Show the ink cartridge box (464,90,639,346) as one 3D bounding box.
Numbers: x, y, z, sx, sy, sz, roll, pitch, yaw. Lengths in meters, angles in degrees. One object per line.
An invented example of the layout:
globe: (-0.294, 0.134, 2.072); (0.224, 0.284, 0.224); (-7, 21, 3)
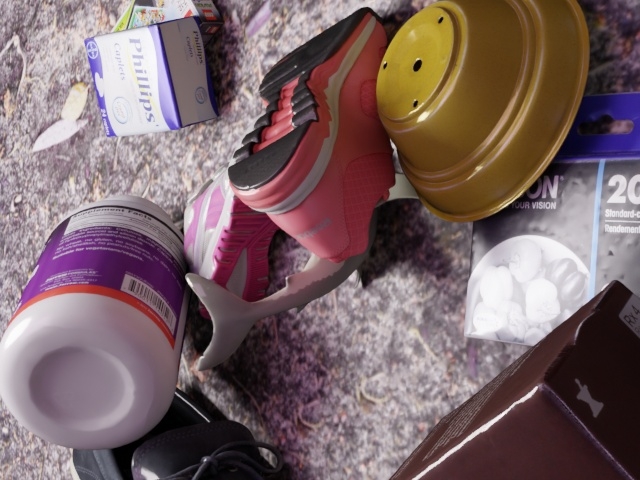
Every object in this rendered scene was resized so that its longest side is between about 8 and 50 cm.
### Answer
ink cartridge box: (0.206, -0.015, 0.814); (0.206, 0.045, 0.208); (3, 88, 51)

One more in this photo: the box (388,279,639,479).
box: (0.165, 0.170, 0.705); (0.167, 0.168, 0.203); (48, 127, 7)

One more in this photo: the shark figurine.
shark figurine: (0.005, 0.021, 0.992); (0.166, 0.278, 0.116); (16, 142, 22)

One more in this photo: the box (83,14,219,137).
box: (-0.205, -0.197, 1.266); (0.137, 0.072, 0.126); (-2, 105, 38)

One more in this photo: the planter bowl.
planter bowl: (0.110, -0.131, 0.865); (0.217, 0.090, 0.217); (-36, 44, 45)

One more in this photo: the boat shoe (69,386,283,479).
boat shoe: (-0.129, 0.275, 1.091); (0.500, 0.187, 0.156); (27, 114, 54)

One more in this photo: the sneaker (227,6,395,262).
sneaker: (0.013, -0.095, 0.957); (0.116, 0.136, 0.314); (-26, 28, 32)

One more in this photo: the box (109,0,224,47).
box: (-0.210, -0.254, 1.333); (0.207, 0.036, 0.114); (-44, 68, 40)

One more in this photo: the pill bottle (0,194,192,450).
pill bottle: (-0.237, 0.072, 1.167); (0.323, 0.181, 0.181); (-93, 26, -63)

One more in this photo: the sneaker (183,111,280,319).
sneaker: (-0.092, -0.041, 1.135); (0.111, 0.103, 0.252); (49, 122, 40)
